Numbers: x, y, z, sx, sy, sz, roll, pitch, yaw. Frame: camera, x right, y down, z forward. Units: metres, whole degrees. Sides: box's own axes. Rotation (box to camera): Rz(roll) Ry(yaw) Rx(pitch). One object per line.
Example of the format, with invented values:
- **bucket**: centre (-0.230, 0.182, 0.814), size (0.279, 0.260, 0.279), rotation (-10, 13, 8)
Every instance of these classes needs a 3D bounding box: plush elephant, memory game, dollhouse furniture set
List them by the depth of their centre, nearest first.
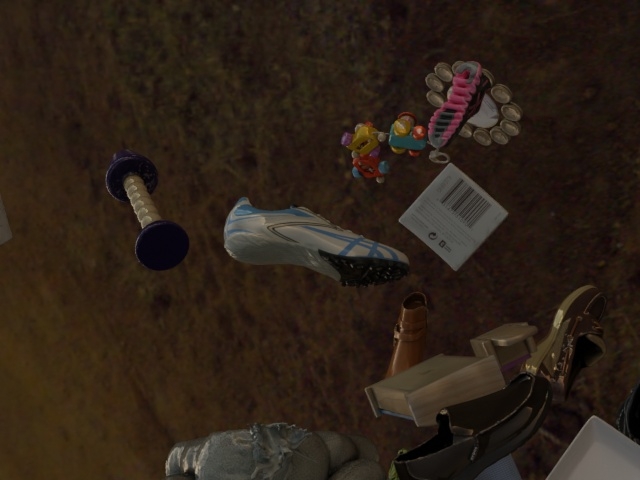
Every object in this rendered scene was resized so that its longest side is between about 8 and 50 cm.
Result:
- **plush elephant**: centre (-0.050, 0.342, 1.006), size (0.330, 0.271, 0.256), rotation (104, 165, -74)
- **dollhouse furniture set**: centre (0.247, 0.309, 1.302), size (0.303, 0.286, 0.198), rotation (68, 165, 0)
- **memory game**: centre (0.258, -0.231, 1.533), size (0.186, 0.012, 0.186), rotation (31, 155, 16)

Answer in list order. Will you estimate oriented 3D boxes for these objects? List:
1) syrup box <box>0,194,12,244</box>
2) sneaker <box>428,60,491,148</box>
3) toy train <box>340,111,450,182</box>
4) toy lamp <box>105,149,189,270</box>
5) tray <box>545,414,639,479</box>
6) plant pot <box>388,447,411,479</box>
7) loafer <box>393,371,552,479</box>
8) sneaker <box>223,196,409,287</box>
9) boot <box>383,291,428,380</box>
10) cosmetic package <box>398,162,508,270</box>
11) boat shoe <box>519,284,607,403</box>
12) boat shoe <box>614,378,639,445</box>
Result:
- **syrup box**: centre (-0.449, -0.033, 0.959), size (0.236, 0.093, 0.096), rotation (5, 116, 31)
- **sneaker**: centre (0.183, -0.167, 1.165), size (0.047, 0.057, 0.119), rotation (29, 91, 42)
- **toy train**: centre (0.102, -0.138, 1.320), size (0.166, 0.125, 0.046), rotation (-9, 59, 38)
- **toy lamp**: centre (-0.247, -0.054, 1.266), size (0.275, 0.080, 0.080), rotation (-129, 39, -53)
- **tray**: centre (0.409, 0.420, 1.408), size (0.145, 0.270, 0.030), rotation (34, 167, 22)
- **plant pot**: centre (0.138, 0.323, 1.243), size (0.083, 0.079, 0.083), rotation (-62, 9, 18)
- **loafer**: centre (0.175, 0.220, 1.049), size (0.078, 0.220, 0.080), rotation (52, 167, -6)
- **sneaker**: centre (0.000, 0.000, 1.115), size (0.085, 0.237, 0.086), rotation (123, 157, -59)
- **boot**: centre (0.153, 0.192, 1.614), size (0.072, 0.197, 0.152), rotation (7, 114, 5)
- **cosmetic package**: centre (0.264, -0.044, 1.793), size (0.151, 0.183, 0.151), rotation (43, 96, 9)
- **boat shoe**: centre (0.538, 0.219, 1.893), size (0.123, 0.342, 0.123), rotation (12, 127, 37)
- **boat shoe**: centre (0.594, 0.285, 1.540), size (0.156, 0.187, 0.500), rotation (25, 170, 4)
